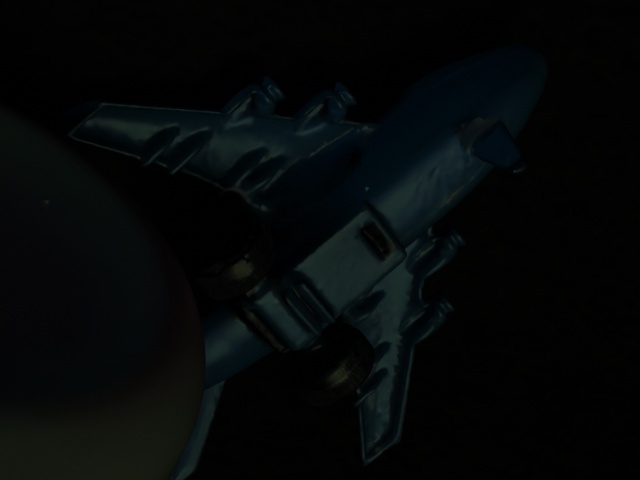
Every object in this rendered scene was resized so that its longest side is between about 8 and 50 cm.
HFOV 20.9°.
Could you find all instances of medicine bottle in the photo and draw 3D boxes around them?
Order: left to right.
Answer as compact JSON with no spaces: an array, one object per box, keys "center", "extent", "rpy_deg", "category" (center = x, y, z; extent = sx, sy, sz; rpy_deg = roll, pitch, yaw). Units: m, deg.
[{"center":[-0.217,0.111,0.685],"extent":[0.256,0.256,0.325],"rpy_deg":[11,125,-35],"category":"medicine bottle"}]

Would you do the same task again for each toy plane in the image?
[{"center":[0.000,0.000,0.823],"extent":[0.271,0.105,0.254],"rpy_deg":[-35,121,9],"category":"toy plane"}]
